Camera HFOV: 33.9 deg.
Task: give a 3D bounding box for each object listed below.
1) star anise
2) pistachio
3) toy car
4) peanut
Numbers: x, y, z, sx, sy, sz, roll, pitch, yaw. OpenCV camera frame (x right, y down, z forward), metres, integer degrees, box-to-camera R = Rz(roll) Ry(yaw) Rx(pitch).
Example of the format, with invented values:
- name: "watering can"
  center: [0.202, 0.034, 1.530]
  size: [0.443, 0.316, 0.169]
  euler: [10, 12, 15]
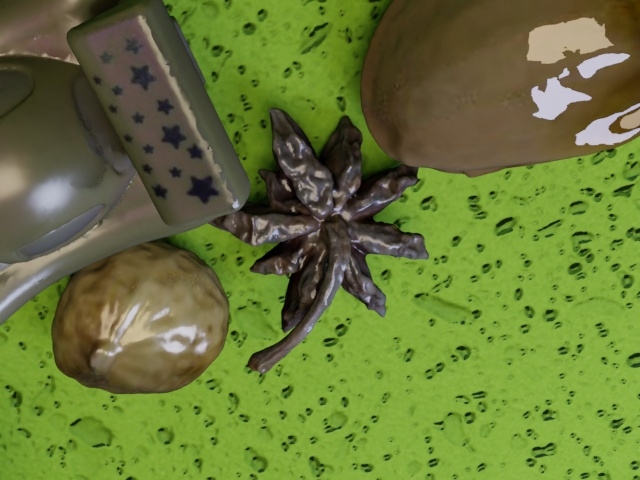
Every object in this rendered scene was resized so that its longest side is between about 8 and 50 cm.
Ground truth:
- name: "star anise"
  center: [0.000, 0.001, 0.923]
  size: [0.209, 0.089, 0.232]
  euler: [-2, 92, -12]
- name: "pistachio"
  center: [0.154, -0.162, 0.869]
  size: [0.260, 0.163, 0.213]
  euler: [-15, 95, 10]
- name: "toy car"
  center: [-0.241, -0.056, 0.791]
  size: [0.335, 0.226, 0.242]
  euler: [-26, 115, -2]
- name: "peanut"
  center: [-0.156, 0.069, 0.930]
  size: [0.159, 0.109, 0.141]
  euler: [7, 123, -31]
